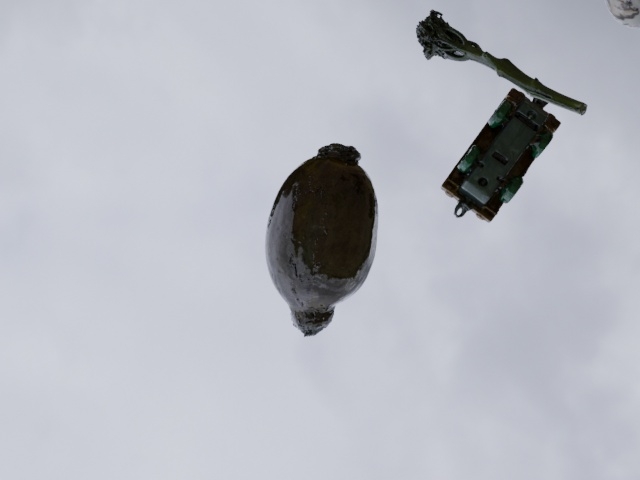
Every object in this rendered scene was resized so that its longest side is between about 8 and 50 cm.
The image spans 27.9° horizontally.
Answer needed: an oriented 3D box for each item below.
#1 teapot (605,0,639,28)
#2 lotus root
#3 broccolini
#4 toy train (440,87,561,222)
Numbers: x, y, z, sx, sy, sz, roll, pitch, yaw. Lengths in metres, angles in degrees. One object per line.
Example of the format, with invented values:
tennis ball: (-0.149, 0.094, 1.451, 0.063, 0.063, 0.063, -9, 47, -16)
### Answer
teapot: (0.636, -0.481, 2.413, 0.166, 0.208, 0.300, 24, 157, 43)
lotus root: (0.000, 0.000, 1.365, 0.120, 0.209, 0.120, 10, -176, -1)
broccolini: (0.176, -0.176, 1.272, 0.218, 0.044, 0.042, 30, -113, 38)
toy train: (0.257, -0.119, 1.848, 0.091, 0.228, 0.136, 35, 171, 2)
